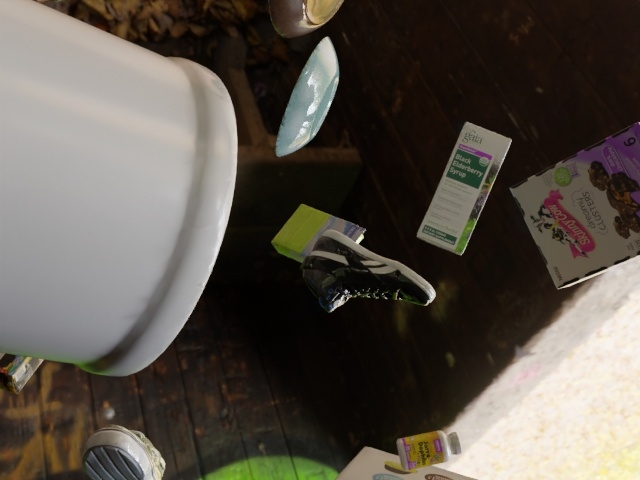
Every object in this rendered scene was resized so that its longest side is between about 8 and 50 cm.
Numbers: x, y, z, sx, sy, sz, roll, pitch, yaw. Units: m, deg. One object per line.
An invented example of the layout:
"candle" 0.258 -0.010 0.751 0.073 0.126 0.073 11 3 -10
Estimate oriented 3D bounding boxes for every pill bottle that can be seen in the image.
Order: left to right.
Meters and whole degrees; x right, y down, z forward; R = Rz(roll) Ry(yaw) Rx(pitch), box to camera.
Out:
"pill bottle" 0.149 0.286 1.006 0.083 0.043 0.043 -12 146 -1

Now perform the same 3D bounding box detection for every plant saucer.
"plant saucer" -0.010 -0.209 1.109 0.037 0.195 0.195 24 139 4
"plant saucer" 0.003 -0.354 0.955 0.198 0.036 0.198 -52 160 -28

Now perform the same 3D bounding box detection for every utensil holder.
"utensil holder" -0.323 -0.070 0.644 0.386 0.327 0.327 18 130 -36

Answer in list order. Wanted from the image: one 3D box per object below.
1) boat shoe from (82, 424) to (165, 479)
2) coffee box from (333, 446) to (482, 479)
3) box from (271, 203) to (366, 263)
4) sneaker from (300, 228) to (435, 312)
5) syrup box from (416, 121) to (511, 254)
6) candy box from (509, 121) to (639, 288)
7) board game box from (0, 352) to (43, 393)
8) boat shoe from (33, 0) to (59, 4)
"boat shoe" -0.341 0.386 1.293 0.109 0.094 0.302 2 143 2
"coffee box" 0.144 0.521 0.981 0.338 0.338 0.334 12 -176 18
"box" 0.000 0.000 1.457 0.109 0.178 0.042 -53 139 -18
"sneaker" 0.067 0.081 1.198 0.121 0.217 0.079 -55 159 -19
"syrup box" 0.273 -0.096 1.400 0.096 0.093 0.236 13 100 -80
"candy box" 0.393 -0.044 1.028 0.196 0.164 0.070 -29 167 28
"board game box" -0.503 0.151 1.176 0.141 0.170 0.048 14 131 10
"boat shoe" -0.403 -0.368 1.022 0.095 0.257 0.095 2 122 -23
